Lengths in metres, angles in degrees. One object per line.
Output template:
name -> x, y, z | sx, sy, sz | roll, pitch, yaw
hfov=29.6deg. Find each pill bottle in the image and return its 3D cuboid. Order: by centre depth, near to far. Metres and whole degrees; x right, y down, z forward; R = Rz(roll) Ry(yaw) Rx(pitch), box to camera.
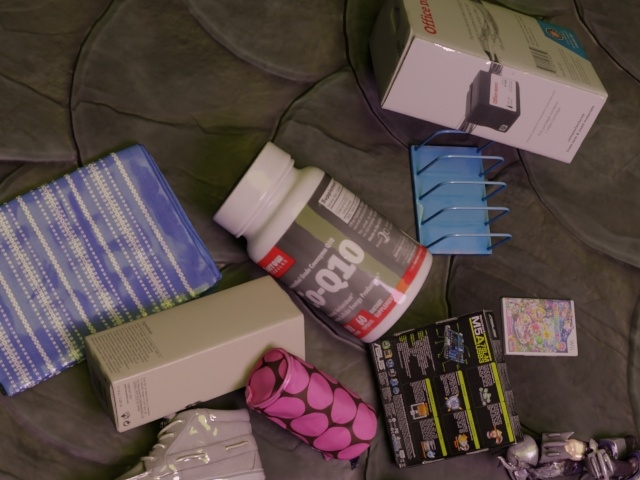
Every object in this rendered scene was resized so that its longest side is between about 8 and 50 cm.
pill bottle -> 0.000, 0.000, 1.687 | 0.283, 0.161, 0.161 | 36, 68, -7

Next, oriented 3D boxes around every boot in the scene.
boot -> -0.203, 0.288, 1.591 | 0.258, 0.095, 0.123 | -4, 71, -28

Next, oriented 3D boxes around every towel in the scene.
towel -> -0.327, 0.032, 1.635 | 0.336, 0.040, 0.243 | -28, 85, -23

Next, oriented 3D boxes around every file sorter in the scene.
file sorter -> 0.213, -0.072, 1.810 | 0.118, 0.104, 0.170 | 1, 75, -19

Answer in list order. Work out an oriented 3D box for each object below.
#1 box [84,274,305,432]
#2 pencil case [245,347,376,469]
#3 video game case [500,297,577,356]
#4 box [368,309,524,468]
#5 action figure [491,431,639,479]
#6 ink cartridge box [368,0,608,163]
box -> -0.164, 0.146, 1.607 | 0.275, 0.094, 0.113 | -17, 38, -22
pencil case -> -0.015, 0.224, 1.619 | 0.209, 0.098, 0.095 | 40, 24, -38
video game case -> 0.333, 0.132, 1.848 | 0.122, 0.011, 0.087 | 3, 75, -18
box -> 0.173, 0.209, 1.694 | 0.184, 0.045, 0.190 | -18, 78, 23
action figure -> 0.370, 0.320, 1.726 | 0.285, 0.185, 0.099 | 10, 82, -30
ink cartridge box -> 0.239, -0.257, 1.800 | 0.307, 0.129, 0.223 | 15, 33, -15
